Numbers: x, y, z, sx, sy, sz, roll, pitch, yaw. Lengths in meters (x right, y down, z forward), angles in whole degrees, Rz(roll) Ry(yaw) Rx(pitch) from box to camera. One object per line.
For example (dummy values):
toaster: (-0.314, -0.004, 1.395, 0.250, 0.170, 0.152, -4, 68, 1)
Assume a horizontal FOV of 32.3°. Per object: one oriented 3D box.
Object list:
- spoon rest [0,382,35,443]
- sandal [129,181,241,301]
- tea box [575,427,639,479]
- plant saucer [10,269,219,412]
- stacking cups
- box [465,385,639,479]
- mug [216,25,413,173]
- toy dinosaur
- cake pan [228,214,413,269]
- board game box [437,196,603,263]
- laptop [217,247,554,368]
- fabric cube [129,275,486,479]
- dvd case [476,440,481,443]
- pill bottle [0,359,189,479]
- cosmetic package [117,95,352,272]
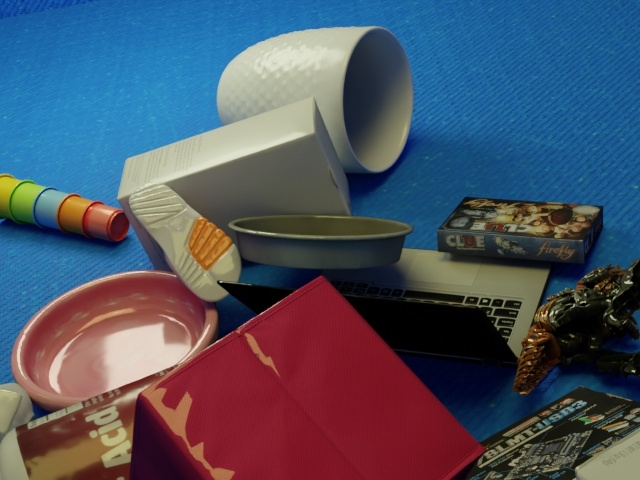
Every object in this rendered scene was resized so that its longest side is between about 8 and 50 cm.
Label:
spoon rest: (-0.455, 0.251, 1.545, 0.084, 0.276, 0.137, 22, 68, -4)
sandal: (-0.214, 0.005, 1.806, 0.102, 0.076, 0.265, -36, 60, -13)
tea box: (0.424, 0.366, 1.018, 0.220, 0.329, 0.323, -25, 35, -20)
plant saucer: (-0.318, 0.174, 1.754, 0.332, 0.084, 0.332, -8, 35, 5)
stacking cups: (-0.514, -0.061, 2.151, 0.316, 0.096, 0.096, 12, 40, 32)
box: (0.295, 0.281, 1.291, 0.295, 0.073, 0.293, -23, 10, -23)
mug: (-0.039, -0.231, 2.141, 0.328, 0.276, 0.374, 5, 67, 33)
toy dinosaur: (0.383, 0.132, 1.581, 0.218, 0.164, 0.322, -7, 41, 49)
cake pan: (0.000, 0.000, 1.747, 0.293, 0.054, 0.293, 1, 8, 0)
board game box: (0.335, -0.020, 1.847, 0.243, 0.042, 0.165, 5, 24, 23)
laptop: (0.119, 0.050, 1.666, 0.382, 0.236, 0.408, 5, 37, 23)
fabric cube: (-0.025, 0.246, 1.182, 0.259, 0.254, 0.258, -32, 66, -29)
dvd case: (0.211, 0.328, 1.422, 0.221, 0.018, 0.164, 9, 39, 27)
pill bottle: (-0.273, 0.311, 1.409, 0.392, 0.224, 0.224, -21, 35, -14)
cosmetic package: (-0.147, -0.089, 1.942, 0.365, 0.197, 0.155, -17, 32, 8)
